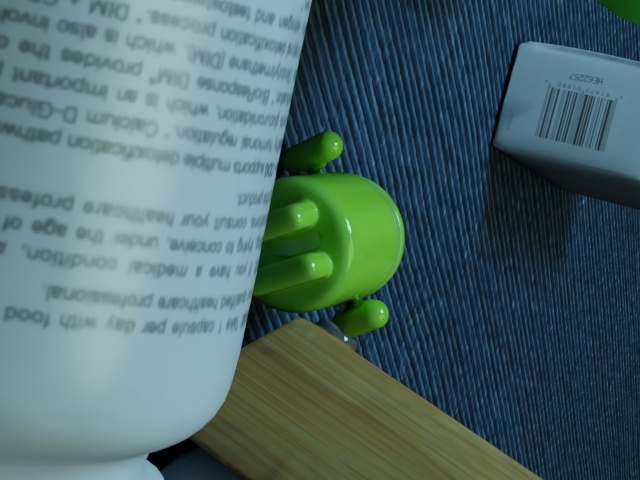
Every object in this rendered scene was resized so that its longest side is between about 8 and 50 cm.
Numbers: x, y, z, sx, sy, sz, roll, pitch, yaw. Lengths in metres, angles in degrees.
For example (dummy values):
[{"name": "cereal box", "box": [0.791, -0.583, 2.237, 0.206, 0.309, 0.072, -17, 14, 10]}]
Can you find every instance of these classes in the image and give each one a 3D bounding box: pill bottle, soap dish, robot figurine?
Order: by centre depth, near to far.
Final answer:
[{"name": "pill bottle", "box": [-0.090, -0.033, 0.444, 0.160, 0.160, 0.283, -1, 103, -67]}, {"name": "soap dish", "box": [0.076, 0.165, 0.774, 0.118, 0.291, 0.229, -53, 153, -7]}, {"name": "robot figurine", "box": [0.000, 0.000, 0.792, 0.115, 0.067, 0.101, -9, 81, -65]}]

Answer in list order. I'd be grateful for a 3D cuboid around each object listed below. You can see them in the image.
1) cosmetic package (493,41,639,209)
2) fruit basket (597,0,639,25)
[{"name": "cosmetic package", "box": [0.221, -0.078, 1.197, 0.231, 0.117, 0.086, 13, 92, -68]}, {"name": "fruit basket", "box": [0.136, -0.286, 0.790, 0.392, 0.283, 0.392, -50, -162, 24]}]
